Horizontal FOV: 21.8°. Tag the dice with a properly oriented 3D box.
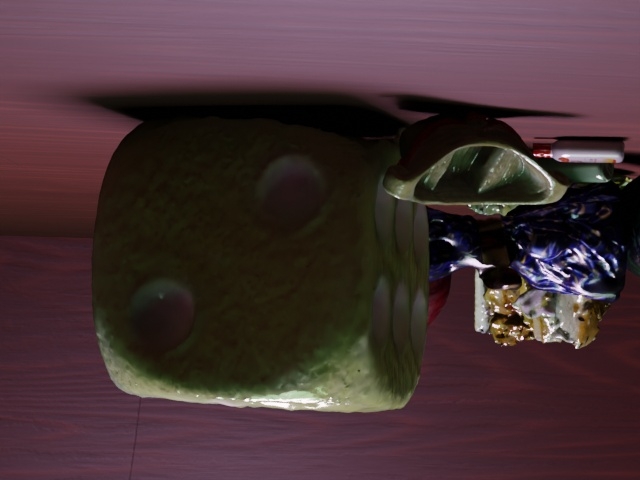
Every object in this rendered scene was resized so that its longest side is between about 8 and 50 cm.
[{"bbox_3d":[-0.046,0.022,1.470,0.249,0.254,0.252,1,176,16],"label":"dice"}]

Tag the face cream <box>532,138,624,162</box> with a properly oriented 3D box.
[{"bbox_3d":[0.238,-0.083,1.539,0.083,0.021,0.040,2,176,8],"label":"face cream"}]

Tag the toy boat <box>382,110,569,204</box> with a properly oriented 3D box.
[{"bbox_3d":[0.119,-0.062,1.364,0.185,0.089,0.071,0,-137,-33],"label":"toy boat"}]

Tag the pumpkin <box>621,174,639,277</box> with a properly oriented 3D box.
[{"bbox_3d":[0.396,-0.012,1.716,0.202,0.140,0.202,-1,179,0],"label":"pumpkin"}]

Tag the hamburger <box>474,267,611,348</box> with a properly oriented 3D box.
[{"bbox_3d":[0.293,0.019,2.127,0.167,0.192,0.288,6,-155,21],"label":"hamburger"}]

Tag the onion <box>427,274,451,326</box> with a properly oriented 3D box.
[{"bbox_3d":[0.002,0.013,1.789,0.281,0.281,0.221,5,133,-47],"label":"onion"}]

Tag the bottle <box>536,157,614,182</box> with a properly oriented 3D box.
[{"bbox_3d":[0.249,-0.072,1.654,0.083,0.030,0.030,0,177,37],"label":"bottle"}]

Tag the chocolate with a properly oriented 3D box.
[{"bbox_3d":[0.146,0.005,1.646,0.343,0.126,0.148,-1,-147,-19],"label":"chocolate"}]

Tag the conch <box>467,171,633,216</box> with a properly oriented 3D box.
[{"bbox_3d":[0.256,-0.043,1.833,0.200,0.079,0.095,-15,166,-6],"label":"conch"}]
